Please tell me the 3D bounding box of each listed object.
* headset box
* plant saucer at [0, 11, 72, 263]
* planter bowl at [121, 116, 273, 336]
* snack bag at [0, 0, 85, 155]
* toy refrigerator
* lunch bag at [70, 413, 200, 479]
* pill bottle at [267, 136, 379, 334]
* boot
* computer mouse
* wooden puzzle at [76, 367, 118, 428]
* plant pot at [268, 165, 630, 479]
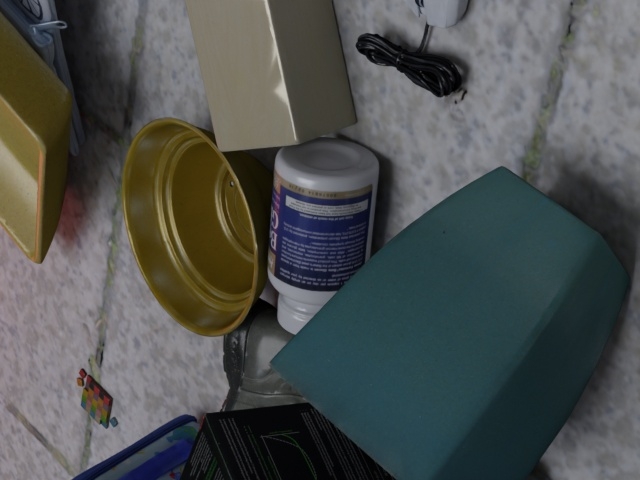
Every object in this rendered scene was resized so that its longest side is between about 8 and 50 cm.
[{"bbox_3d":[0.014,0.263,1.367,0.131,0.283,0.246,62,143,38],"label":"headset box"},{"bbox_3d":[-0.376,-0.169,1.688,0.333,0.081,0.333,49,157,10],"label":"plant saucer"},{"bbox_3d":[-0.096,-0.022,1.506,0.217,0.090,0.217,24,123,44],"label":"planter bowl"},{"bbox_3d":[-0.377,-0.291,1.673,0.323,0.037,0.342,40,152,30],"label":"snack bag"},{"bbox_3d":[-0.054,-0.223,1.376,0.102,0.094,0.270,-3,104,42],"label":"toy refrigerator"},{"bbox_3d":[-0.205,0.290,1.665,0.090,0.219,0.176,44,136,18],"label":"lunch bag"},{"bbox_3d":[0.000,0.000,1.404,0.094,0.094,0.169,29,126,38],"label":"pill bottle"},{"bbox_3d":[-0.021,0.185,1.526,0.161,0.083,0.247,22,123,35],"label":"boot"},{"bbox_3d":[0.087,-0.211,1.256,0.106,0.042,0.193,39,132,33],"label":"computer mouse"},{"bbox_3d":[-0.271,0.195,1.864,0.083,0.006,0.049,39,132,31],"label":"wooden puzzle"},{"bbox_3d":[0.117,0.074,1.194,0.165,0.165,0.234,38,89,31],"label":"plant pot"}]
